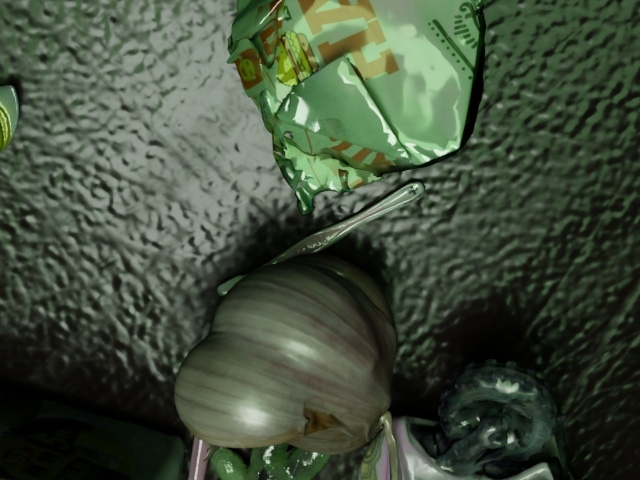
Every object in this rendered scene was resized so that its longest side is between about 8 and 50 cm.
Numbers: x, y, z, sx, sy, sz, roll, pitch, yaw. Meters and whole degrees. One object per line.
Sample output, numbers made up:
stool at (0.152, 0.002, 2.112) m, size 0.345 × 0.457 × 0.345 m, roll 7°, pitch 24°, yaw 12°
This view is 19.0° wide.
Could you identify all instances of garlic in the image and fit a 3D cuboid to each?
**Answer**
garlic at (-0.021, 0.147, 1.622) m, size 0.207 × 0.207 × 0.257 m, roll -22°, pitch 94°, yaw 6°

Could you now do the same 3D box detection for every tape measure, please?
tape measure at (-0.252, 0.230, 1.620) m, size 0.262 × 0.259 × 0.138 m, roll 19°, pitch 104°, yaw 3°

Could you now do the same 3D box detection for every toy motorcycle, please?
toy motorcycle at (0.149, 0.247, 1.690) m, size 0.188 × 0.143 × 0.327 m, roll -15°, pitch 121°, yaw 13°

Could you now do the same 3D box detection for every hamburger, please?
hamburger at (0.027, -0.137, 1.578) m, size 0.214 × 0.125 × 0.235 m, roll 8°, pitch 103°, yaw 4°

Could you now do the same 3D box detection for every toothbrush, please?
toothbrush at (0.000, 0.000, 1.669) m, size 0.204 × 0.022 × 0.017 m, roll -28°, pitch 88°, yaw 7°
toothbrush at (-0.108, 0.191, 1.702) m, size 0.020 × 0.025 × 0.287 m, roll 6°, pitch 97°, yaw -41°

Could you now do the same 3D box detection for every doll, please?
doll at (-0.051, 0.222, 1.711) m, size 0.115 × 0.077 × 0.150 m, roll 29°, pitch 96°, yaw 0°

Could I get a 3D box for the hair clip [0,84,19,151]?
hair clip at (-0.341, -0.081, 1.639) m, size 0.188 × 0.033 × 0.060 m, roll -18°, pitch 108°, yaw 3°
